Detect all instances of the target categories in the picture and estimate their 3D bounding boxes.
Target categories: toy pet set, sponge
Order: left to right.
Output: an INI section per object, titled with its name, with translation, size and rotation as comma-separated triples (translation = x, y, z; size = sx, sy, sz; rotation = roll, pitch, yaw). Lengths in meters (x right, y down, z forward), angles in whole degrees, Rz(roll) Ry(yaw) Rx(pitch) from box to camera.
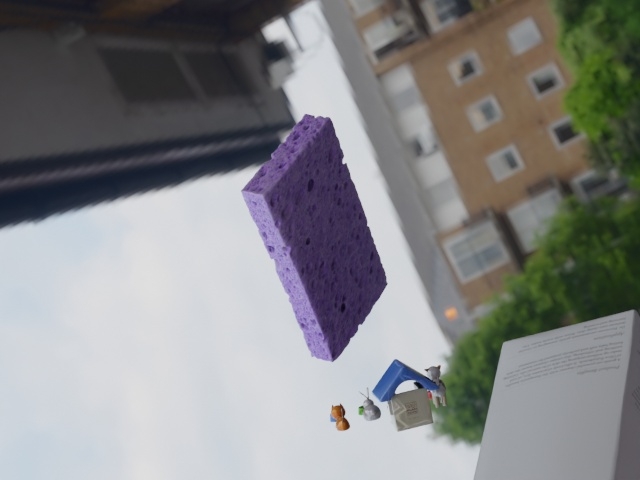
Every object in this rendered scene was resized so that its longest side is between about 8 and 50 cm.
[sponge]
translation = 0.000, 0.000, 1.350
size = 0.117, 0.031, 0.210
rotation = -54, -42, -36
[toy pet set]
translation = 0.070, 0.151, 1.488
size = 0.114, 0.122, 0.065
rotation = -148, 46, -79

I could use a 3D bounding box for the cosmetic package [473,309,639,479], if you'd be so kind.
[cosmetic package]
translation = 0.299, 0.274, 1.723
size = 0.155, 0.197, 0.365
rotation = 53, -142, -29
